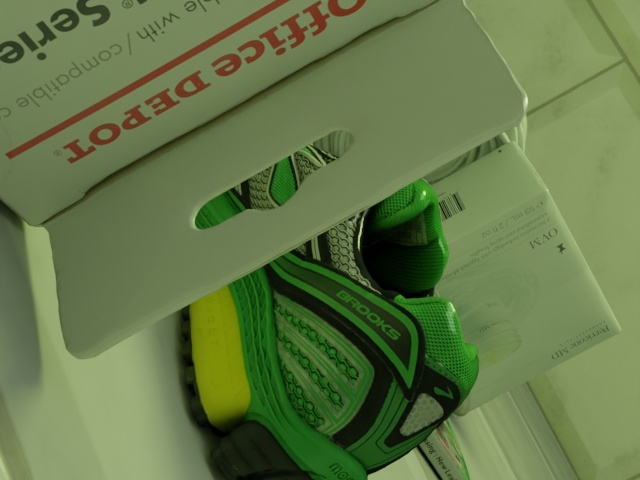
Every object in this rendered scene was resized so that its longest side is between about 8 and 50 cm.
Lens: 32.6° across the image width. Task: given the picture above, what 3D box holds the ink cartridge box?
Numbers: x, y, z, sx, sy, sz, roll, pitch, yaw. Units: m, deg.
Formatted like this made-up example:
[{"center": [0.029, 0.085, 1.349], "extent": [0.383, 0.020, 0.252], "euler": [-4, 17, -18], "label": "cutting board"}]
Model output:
[{"center": [-0.080, -0.150, 0.455], "extent": [0.119, 0.207, 0.353], "euler": [52, 12, -50], "label": "ink cartridge box"}]

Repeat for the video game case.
[{"center": [0.079, 0.120, 1.078], "extent": [0.193, 0.023, 0.212], "euler": [56, 10, -24], "label": "video game case"}]

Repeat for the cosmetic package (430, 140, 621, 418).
[{"center": [0.191, 0.049, 1.274], "extent": [0.224, 0.224, 0.138], "euler": [55, 10, -29], "label": "cosmetic package"}]

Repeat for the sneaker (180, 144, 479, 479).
[{"center": [0.000, 0.000, 0.633], "extent": [0.134, 0.146, 0.343], "euler": [53, 11, -41], "label": "sneaker"}]

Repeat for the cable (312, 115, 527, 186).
[{"center": [0.119, -0.133, 1.320], "extent": [0.089, 0.257, 0.257], "euler": [-83, 159, -45], "label": "cable"}]

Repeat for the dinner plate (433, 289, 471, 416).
[{"center": [0.106, 0.101, 1.036], "extent": [0.141, 0.017, 0.141], "euler": [164, -90, -77], "label": "dinner plate"}]
